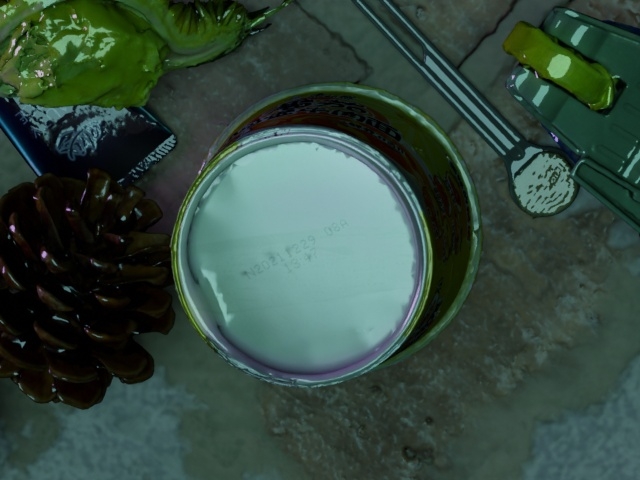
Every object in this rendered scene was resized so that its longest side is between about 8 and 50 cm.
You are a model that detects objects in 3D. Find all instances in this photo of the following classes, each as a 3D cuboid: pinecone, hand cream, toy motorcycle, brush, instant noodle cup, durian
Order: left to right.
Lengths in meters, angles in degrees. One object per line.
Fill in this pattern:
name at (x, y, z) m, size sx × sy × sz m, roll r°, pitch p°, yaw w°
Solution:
hand cream at (-0.255, -0.149, 1.475) m, size 0.120 × 0.061 × 0.270 m, roll -40°, pitch 98°, yaw 6°
pinecone at (-0.203, 0.032, 1.405) m, size 0.207 × 0.208 × 0.208 m, roll 1°, pitch 97°, yaw 8°
durian at (-0.193, -0.173, 1.403) m, size 0.375 × 0.106 × 0.132 m, roll -3°, pitch 101°, yaw -6°
instant noodle cup at (0.000, 0.000, 1.380) m, size 0.264 × 0.200 × 0.264 m, roll 1°, pitch 96°, yaw 8°
brush at (0.118, -0.123, 1.434) m, size 0.062 × 0.027 × 0.266 m, roll -44°, pitch 89°, yaw 10°
toy motorcycle at (0.280, -0.086, 1.344) m, size 0.326 × 0.200 × 0.191 m, roll 31°, pitch 100°, yaw -8°
